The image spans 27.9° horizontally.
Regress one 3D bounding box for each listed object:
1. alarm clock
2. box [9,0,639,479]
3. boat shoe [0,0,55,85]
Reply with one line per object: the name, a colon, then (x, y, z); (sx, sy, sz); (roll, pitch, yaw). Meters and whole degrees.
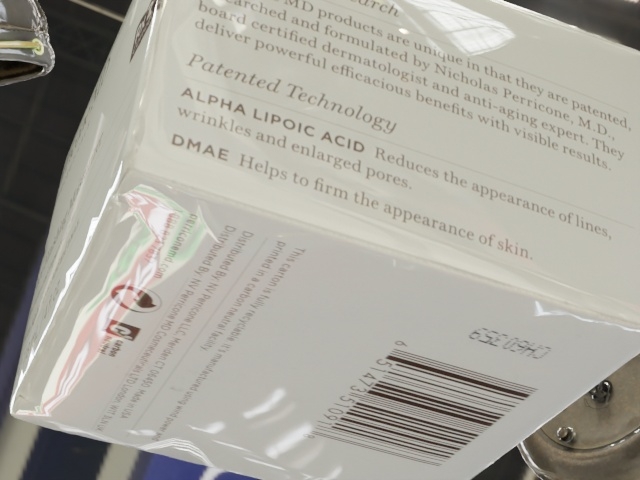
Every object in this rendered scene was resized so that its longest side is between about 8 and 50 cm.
alarm clock: (0.149, 0.075, 0.680); (0.192, 0.064, 0.129); (7, -114, 58)
box: (0.000, 0.000, 0.471); (0.181, 0.182, 0.119); (127, -25, -51)
boat shoe: (-0.219, -0.080, 0.563); (0.081, 0.228, 0.068); (-26, -91, 51)
